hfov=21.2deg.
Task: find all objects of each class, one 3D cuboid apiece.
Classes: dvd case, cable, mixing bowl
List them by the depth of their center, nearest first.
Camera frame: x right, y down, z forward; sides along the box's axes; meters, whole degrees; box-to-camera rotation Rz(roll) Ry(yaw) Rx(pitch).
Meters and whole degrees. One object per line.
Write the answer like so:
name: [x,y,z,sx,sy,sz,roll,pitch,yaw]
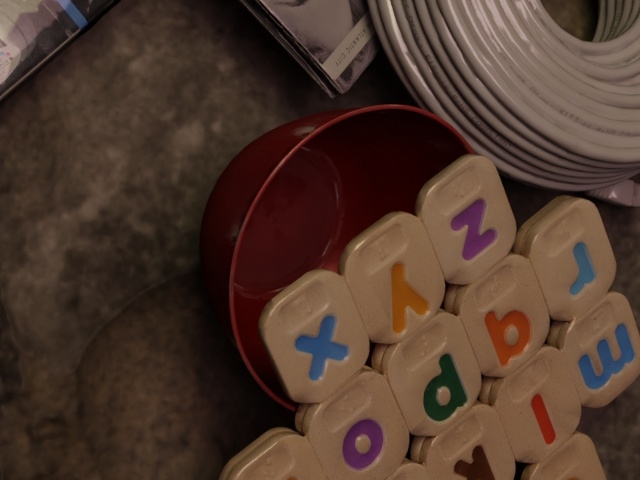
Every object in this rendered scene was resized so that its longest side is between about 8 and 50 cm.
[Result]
mixing bowl: [0.000,0.000,0.975,0.181,0.098,0.181,-14,115,-32]
dvd case: [-0.025,-0.212,1.021,0.221,0.018,0.164,47,50,-12]
cable: [0.145,-0.157,1.050,0.257,0.089,0.257,6,77,-32]

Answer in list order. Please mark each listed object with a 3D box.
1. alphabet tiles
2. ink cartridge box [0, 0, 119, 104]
alphabet tiles: [0.072,0.101,0.989,0.284,0.021,0.278,-37,123,-21]
ink cartridge box: [-0.249,-0.235,0.949,0.333,0.065,0.165,47,70,-8]
